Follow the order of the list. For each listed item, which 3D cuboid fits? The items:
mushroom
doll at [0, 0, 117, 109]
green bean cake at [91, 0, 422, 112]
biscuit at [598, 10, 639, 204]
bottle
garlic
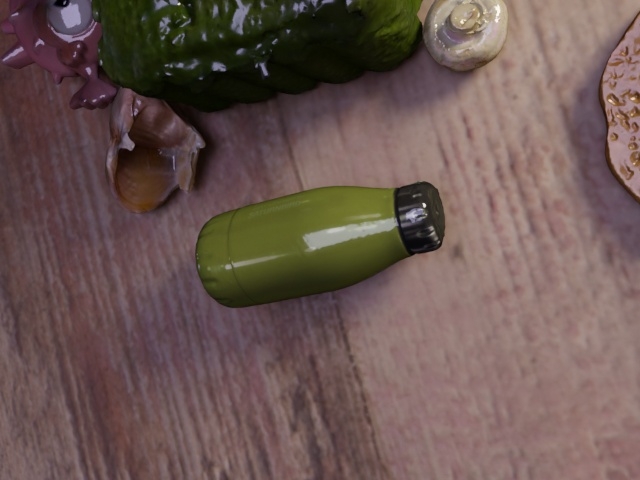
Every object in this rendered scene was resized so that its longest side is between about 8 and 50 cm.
[{"bbox_3d":[0.142,-0.210,0.617,0.084,0.067,0.083,-1,85,15],"label":"mushroom"},{"bbox_3d":[-0.321,-0.288,0.803,0.211,0.093,0.261,-16,83,17],"label":"doll"},{"bbox_3d":[-0.078,-0.304,0.631,0.319,0.218,0.334,-9,87,24],"label":"green bean cake"},{"bbox_3d":[0.327,-0.116,0.561,0.142,0.029,0.220,-9,88,25],"label":"biscuit"},{"bbox_3d":[0.000,0.000,0.665,0.260,0.112,0.112,-13,87,24],"label":"bottle"},{"bbox_3d":[-0.216,-0.111,0.760,0.124,0.099,0.174,43,121,36],"label":"garlic"}]
